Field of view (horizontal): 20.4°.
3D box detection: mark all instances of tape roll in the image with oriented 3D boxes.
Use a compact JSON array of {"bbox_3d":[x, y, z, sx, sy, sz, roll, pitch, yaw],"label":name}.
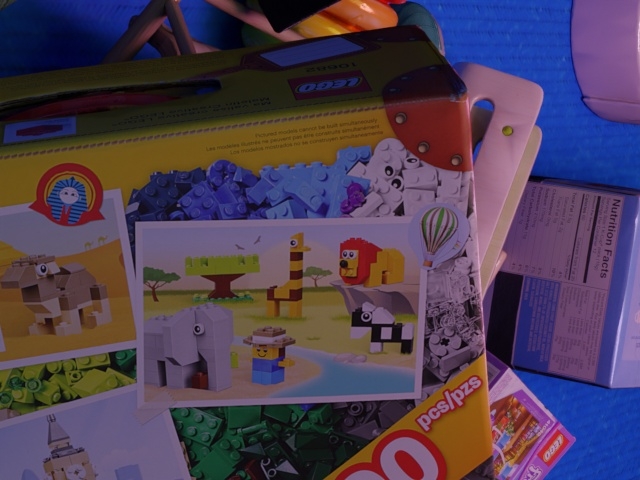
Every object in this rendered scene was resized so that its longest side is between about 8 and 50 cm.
[{"bbox_3d":[0.435,-0.286,2.292,0.286,0.100,0.286,-18,113,-51],"label":"tape roll"}]

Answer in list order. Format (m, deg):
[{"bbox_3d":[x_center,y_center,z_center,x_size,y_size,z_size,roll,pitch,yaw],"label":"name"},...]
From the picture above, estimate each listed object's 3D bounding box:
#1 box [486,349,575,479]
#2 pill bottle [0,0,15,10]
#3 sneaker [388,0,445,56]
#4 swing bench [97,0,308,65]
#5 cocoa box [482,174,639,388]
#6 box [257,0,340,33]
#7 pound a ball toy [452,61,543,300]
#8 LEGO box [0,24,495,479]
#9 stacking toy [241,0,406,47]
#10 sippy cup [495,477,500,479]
[{"bbox_3d":[0.139,0.280,1.987,0.293,0.057,0.201,-49,138,-4],"label":"box"},{"bbox_3d":[-0.283,-0.222,1.328,0.229,0.131,0.131,-42,130,-40],"label":"pill bottle"},{"bbox_3d":[0.035,-0.119,1.794,0.121,0.108,0.302,37,70,-55],"label":"sneaker"},{"bbox_3d":[-0.112,-0.073,1.535,0.253,0.255,0.165,21,43,-54],"label":"swing bench"},{"bbox_3d":[0.350,0.049,2.152,0.347,0.228,0.231,5,95,-53],"label":"cocoa box"},{"bbox_3d":[0.067,-0.406,1.503,0.395,0.212,0.293,-38,102,-40],"label":"box"},{"bbox_3d":[0.136,-0.012,1.965,0.208,0.136,0.319,72,38,-70],"label":"pound a ball toy"},{"bbox_3d":[-0.140,0.071,1.302,0.500,0.193,0.372,-8,111,-5],"label":"LEGO box"},{"bbox_3d":[-0.023,-0.181,1.696,0.175,0.166,0.301,21,96,-44],"label":"stacking toy"},{"bbox_3d":[0.091,0.371,1.812,0.224,0.240,0.305,-8,114,-25],"label":"sippy cup"}]
